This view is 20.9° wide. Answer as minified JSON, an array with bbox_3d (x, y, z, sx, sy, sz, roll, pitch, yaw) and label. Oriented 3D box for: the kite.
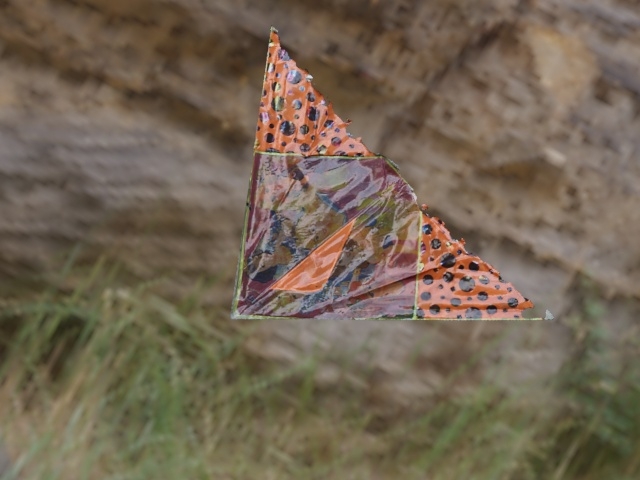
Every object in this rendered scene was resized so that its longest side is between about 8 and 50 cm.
[{"bbox_3d":[0.000,0.000,0.905,0.222,0.125,0.008,48,-10,15],"label":"kite"}]
